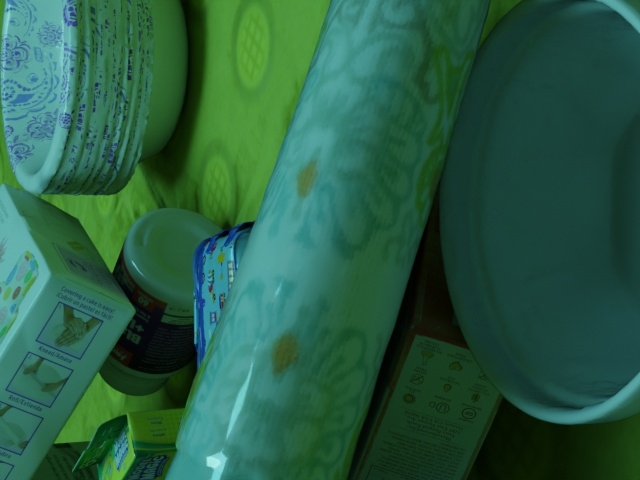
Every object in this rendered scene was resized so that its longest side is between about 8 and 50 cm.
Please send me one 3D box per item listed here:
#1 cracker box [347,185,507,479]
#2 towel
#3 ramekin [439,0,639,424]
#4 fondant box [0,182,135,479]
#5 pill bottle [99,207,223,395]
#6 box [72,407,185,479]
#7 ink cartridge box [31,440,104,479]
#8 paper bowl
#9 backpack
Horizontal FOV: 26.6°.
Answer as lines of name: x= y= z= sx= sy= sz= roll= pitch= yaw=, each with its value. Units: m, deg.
cracker box: x=0.058 y=0.105 z=0.836 sx=0.156 sy=0.067 sz=0.232 roll=-75 pitch=3 yaw=-56
towel: x=0.000 y=0.000 z=0.782 sx=0.374 sy=0.090 sz=0.321 roll=123 pitch=163 yaw=-84
ramekin: x=0.155 y=-0.017 z=0.657 sx=0.207 sy=0.109 sz=0.207 roll=179 pitch=90 yaw=-64
fondant box: x=-0.323 y=0.138 z=1.275 sx=0.330 sy=0.096 sz=0.238 roll=-58 pitch=30 yaw=7
pill bottle: x=-0.158 y=0.067 z=1.309 sx=0.193 sy=0.108 sz=0.108 roll=119 pitch=142 yaw=-46
box: x=-0.109 y=0.176 z=1.126 sx=0.105 sy=0.179 sz=0.043 roll=124 pitch=138 yaw=-50
ink cartridge box: x=-0.231 y=0.268 z=1.347 sx=0.153 sy=0.208 sz=0.087 roll=-142 pitch=57 yaw=-59
paper bowl: x=-0.235 y=-0.189 z=1.422 sx=0.284 sy=0.148 sz=0.284 roll=180 pitch=90 yaw=-65
backpack: x=-0.042 y=0.060 z=1.061 sx=0.173 sy=0.116 sz=0.158 roll=170 pitch=100 yaw=-67
